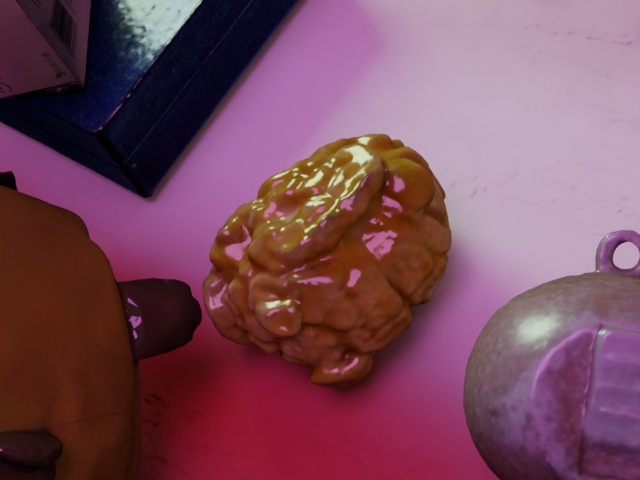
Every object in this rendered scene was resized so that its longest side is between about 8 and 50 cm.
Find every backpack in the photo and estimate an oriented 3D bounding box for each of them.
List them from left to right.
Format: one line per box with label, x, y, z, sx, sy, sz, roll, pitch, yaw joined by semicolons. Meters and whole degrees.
backpack;-0.254;0.132;0.976;0.201;0.353;0.378;-24;78;39

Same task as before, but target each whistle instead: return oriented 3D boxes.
whistle;0.171;0.166;0.921;0.189;0.189;0.348;7;86;23

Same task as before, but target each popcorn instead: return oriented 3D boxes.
popcorn;0.006;0.014;1.058;0.194;0.140;0.163;-26;51;6

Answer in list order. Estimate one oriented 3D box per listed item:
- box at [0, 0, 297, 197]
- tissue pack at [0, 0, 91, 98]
box;-0.179;-0.214;1.264;0.261;0.116;0.279;27;74;31
tissue pack;-0.265;-0.232;1.092;0.092;0.246;0.149;-10;58;16
